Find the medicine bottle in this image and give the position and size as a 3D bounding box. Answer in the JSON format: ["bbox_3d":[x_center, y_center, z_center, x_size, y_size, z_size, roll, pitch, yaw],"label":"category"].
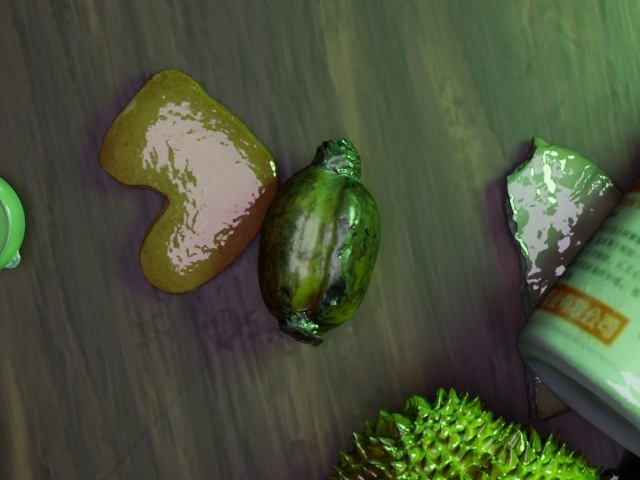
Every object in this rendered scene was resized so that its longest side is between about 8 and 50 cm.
[{"bbox_3d":[0.372,0.018,1.500,0.211,0.211,0.371,39,84,0],"label":"medicine bottle"}]

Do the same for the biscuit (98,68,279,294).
[{"bbox_3d":[-0.147,-0.056,1.624,0.192,0.036,0.186,43,95,1],"label":"biscuit"}]

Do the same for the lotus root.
[{"bbox_3d":[0.000,0.000,1.584,0.120,0.120,0.210,12,92,2],"label":"lotus root"}]

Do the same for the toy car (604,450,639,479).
[{"bbox_3d":[0.334,0.234,1.604,0.062,0.071,0.165,22,93,-14],"label":"toy car"}]

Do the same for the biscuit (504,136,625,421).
[{"bbox_3d":[0.265,0.035,1.611,0.141,0.038,0.290,-6,92,2],"label":"biscuit"}]

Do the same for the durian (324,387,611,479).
[{"bbox_3d":[0.136,0.259,1.523,0.291,0.291,0.225,-4,48,2],"label":"durian"}]

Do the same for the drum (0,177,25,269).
[{"bbox_3d":[-0.392,0.043,1.632,0.130,0.049,0.253,29,98,1],"label":"drum"}]
